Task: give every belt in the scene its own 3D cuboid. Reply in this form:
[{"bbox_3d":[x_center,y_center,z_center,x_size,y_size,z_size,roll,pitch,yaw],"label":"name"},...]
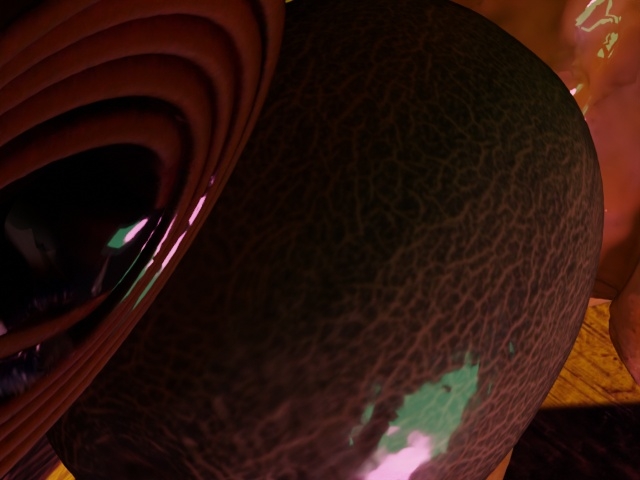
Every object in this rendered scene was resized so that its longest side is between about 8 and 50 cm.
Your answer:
[{"bbox_3d":[-0.124,-0.016,0.475,0.217,0.122,0.338,-57,173,12],"label":"belt"}]

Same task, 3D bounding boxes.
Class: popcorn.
[{"bbox_3d":[0.221,-0.073,1.280,0.349,0.382,0.349,-12,133,-13],"label":"popcorn"}]

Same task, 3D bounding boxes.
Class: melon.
[{"bbox_3d":[0.004,0.011,0.860,0.302,0.237,0.237,-49,171,-37],"label":"melon"}]

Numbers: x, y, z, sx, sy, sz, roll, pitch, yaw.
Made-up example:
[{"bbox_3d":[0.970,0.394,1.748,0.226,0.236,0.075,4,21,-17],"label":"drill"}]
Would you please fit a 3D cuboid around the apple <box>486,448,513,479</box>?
[{"bbox_3d":[0.015,0.118,1.359,0.264,0.264,0.264,-52,172,-11],"label":"apple"}]
